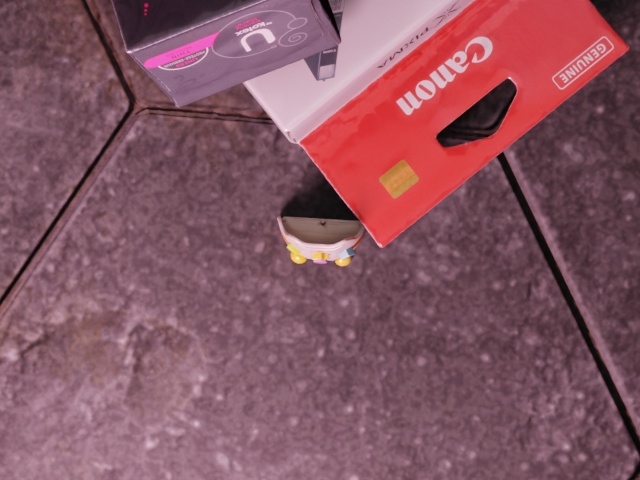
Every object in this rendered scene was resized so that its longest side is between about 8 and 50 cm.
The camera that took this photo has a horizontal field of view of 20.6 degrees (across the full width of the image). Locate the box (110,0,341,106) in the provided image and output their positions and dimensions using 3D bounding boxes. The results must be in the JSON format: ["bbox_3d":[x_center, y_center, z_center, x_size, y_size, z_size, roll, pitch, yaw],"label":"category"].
[{"bbox_3d":[-0.108,-0.280,1.520,0.165,0.143,0.270,-21,71,7],"label":"box"}]

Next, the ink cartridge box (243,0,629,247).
[{"bbox_3d":[0.084,-0.186,1.578,0.296,0.066,0.261,-39,79,1],"label":"ink cartridge box"}]

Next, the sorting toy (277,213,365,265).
[{"bbox_3d":[0.000,0.000,1.593,0.083,0.075,0.045,3,90,2],"label":"sorting toy"}]
